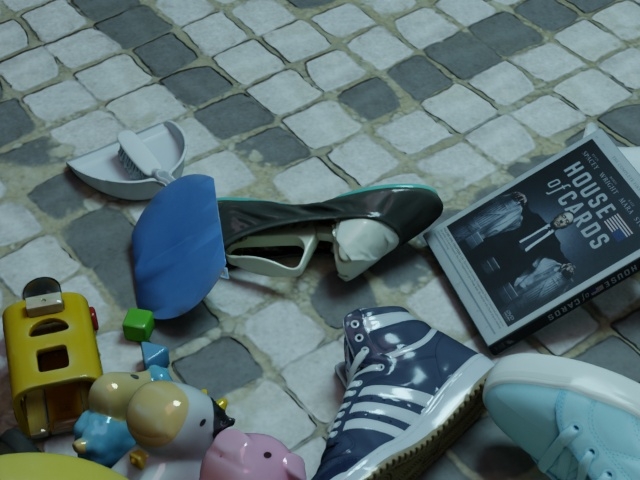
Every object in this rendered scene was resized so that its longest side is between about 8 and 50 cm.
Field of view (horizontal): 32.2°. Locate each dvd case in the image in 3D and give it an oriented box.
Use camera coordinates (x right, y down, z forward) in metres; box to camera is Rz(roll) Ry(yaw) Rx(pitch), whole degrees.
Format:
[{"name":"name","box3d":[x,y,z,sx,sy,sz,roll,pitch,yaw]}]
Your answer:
[{"name":"dvd case","box3d":[0.253,-0.002,1.225,0.239,0.029,0.179,-32,49,6]}]

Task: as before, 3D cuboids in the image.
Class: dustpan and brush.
[{"name":"dustpan and brush","box3d":[-0.203,-0.084,1.341,0.147,0.060,0.211,-26,52,-24]}]

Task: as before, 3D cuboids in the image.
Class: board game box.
[{"name":"board game box","box3d":[-0.150,0.011,1.234,0.133,0.033,0.168,-30,54,28]}]

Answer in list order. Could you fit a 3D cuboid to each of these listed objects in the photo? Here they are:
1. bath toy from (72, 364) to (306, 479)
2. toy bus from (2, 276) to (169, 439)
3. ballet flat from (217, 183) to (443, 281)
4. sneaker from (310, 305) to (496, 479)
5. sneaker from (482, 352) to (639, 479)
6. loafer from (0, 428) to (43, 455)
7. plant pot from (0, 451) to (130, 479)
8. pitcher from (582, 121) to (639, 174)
[{"name":"bath toy","box3d":[-0.075,0.214,0.942,0.129,0.151,0.348,-25,32,-34]},{"name":"toy bus","box3d":[-0.275,0.099,1.135,0.202,0.104,0.191,21,49,18]},{"name":"ballet flat","box3d":[0.000,0.000,1.254,0.281,0.095,0.096,-5,56,9]},{"name":"sneaker","box3d":[0.038,0.168,1.078,0.153,0.099,0.282,37,50,24]},{"name":"sneaker","box3d":[0.284,0.239,0.977,0.366,0.135,0.150,32,50,20]},{"name":"loafer","box3d":[-0.243,0.265,1.006,0.078,0.080,0.220,-40,53,-21]},{"name":"plant pot","box3d":[-0.209,0.317,0.780,0.254,0.253,0.239,-11,24,-12]},{"name":"pitcher","box3d":[0.366,-0.038,1.278,0.207,0.125,0.177,25,64,35]}]
